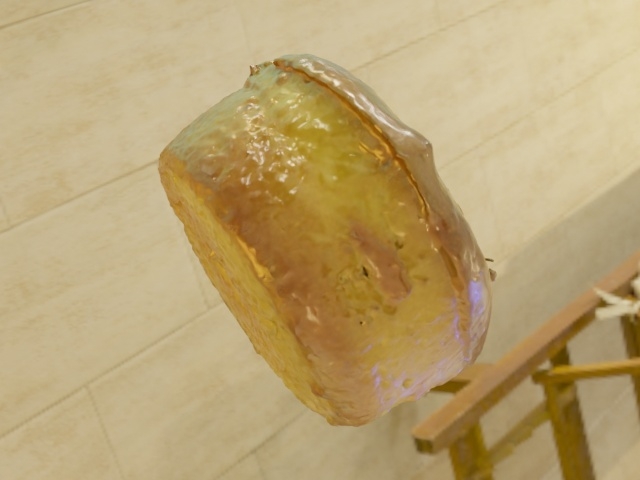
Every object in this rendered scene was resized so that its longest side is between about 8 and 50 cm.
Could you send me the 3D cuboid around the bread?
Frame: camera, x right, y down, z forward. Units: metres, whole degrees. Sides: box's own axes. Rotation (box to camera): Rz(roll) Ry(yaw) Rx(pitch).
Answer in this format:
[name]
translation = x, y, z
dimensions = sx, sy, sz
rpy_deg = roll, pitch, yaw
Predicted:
[bread]
translation = 0.000, 0.000, 0.675
dimensions = 0.145, 0.268, 0.268
rpy_deg = -34, 115, -14
